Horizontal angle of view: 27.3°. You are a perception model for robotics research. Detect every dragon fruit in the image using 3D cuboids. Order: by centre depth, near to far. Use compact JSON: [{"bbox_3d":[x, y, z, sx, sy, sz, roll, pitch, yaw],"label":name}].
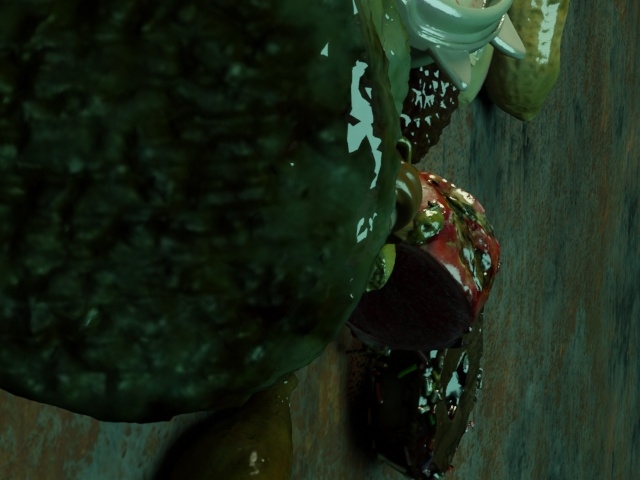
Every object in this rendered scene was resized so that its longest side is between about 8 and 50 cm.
[{"bbox_3d":[0.095,0.016,1.458,0.147,0.211,0.282,-57,171,-33],"label":"dragon fruit"}]

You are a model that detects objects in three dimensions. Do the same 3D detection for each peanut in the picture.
[{"bbox_3d":[0.291,-0.291,1.881,0.137,0.122,0.253,-44,137,-66],"label":"peanut"}]

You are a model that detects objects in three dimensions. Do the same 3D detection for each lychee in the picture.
[{"bbox_3d":[0.052,-0.145,1.342,0.188,0.188,0.188,6,90,-65],"label":"lychee"}]

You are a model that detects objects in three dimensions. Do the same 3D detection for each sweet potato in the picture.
[{"bbox_3d":[-0.089,0.237,1.206,0.359,0.112,0.112,-56,144,-50],"label":"sweet potato"}]

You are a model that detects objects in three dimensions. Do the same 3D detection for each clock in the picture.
[{"bbox_3d":[0.063,-0.281,1.216,0.265,0.109,0.324,-31,89,-50],"label":"clock"}]

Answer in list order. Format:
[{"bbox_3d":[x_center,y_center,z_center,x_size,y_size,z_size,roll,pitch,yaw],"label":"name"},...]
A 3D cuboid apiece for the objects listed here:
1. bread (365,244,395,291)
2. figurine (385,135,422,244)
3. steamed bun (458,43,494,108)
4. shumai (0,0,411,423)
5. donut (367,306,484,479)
[{"bbox_3d":[-0.003,-0.005,1.301,0.125,0.156,0.086,-96,179,-58],"label":"bread"},{"bbox_3d":[-0.020,-0.023,1.161,0.263,0.189,0.142,-35,166,-20],"label":"figurine"},{"bbox_3d":[0.132,-0.231,1.513,0.239,0.153,0.170,3,94,-62],"label":"steamed bun"},{"bbox_3d":[-0.119,-0.109,0.877,0.348,0.395,0.395,-69,159,-77],"label":"shumai"},{"bbox_3d":[0.133,0.171,1.645,0.270,0.103,0.269,9,90,-70],"label":"donut"}]
